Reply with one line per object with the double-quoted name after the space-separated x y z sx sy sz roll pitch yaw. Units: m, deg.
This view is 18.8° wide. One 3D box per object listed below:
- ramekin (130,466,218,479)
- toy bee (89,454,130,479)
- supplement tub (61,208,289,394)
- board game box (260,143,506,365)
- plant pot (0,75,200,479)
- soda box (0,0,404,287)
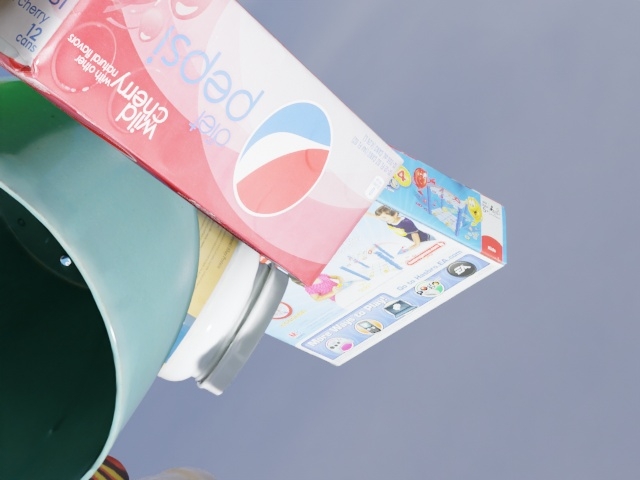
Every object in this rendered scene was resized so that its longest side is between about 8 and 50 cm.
-0.181 0.369 1.991 0.273 0.127 0.273 -6 -97 58 "ramekin"
-0.308 0.224 1.734 0.162 0.298 0.195 -108 -151 -54 "toy bee"
-0.142 0.030 1.661 0.144 0.199 0.144 -57 -173 11 "supplement tub"
0.000 0.000 2.220 0.308 0.302 0.086 -34 -139 41 "board game box"
-0.223 0.014 1.416 0.293 0.293 0.235 -35 -171 34 "plant pot"
-0.066 -0.075 0.956 0.083 0.263 0.092 35 -92 37 "soda box"
